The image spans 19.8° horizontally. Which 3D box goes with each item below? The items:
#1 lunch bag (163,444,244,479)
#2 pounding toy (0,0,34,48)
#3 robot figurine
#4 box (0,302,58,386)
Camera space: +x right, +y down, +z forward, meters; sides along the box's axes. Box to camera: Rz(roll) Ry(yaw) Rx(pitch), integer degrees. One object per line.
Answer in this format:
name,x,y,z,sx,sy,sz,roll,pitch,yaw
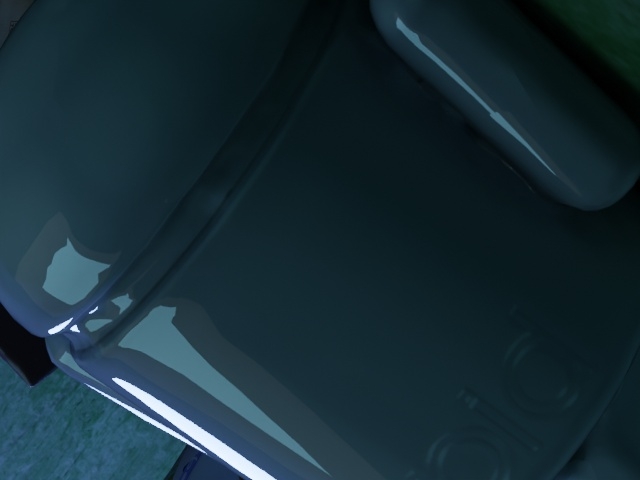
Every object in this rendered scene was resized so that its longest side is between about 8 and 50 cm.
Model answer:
lunch bag,0.025,0.196,1.451,0.239,0.328,0.385,34,172,-6
pounding toy,-0.095,-0.125,0.951,0.154,0.155,0.269,12,175,-26
robot figurine,0.000,0.000,0.767,0.353,0.200,0.300,36,129,-12
box,-0.269,-0.105,1.148,0.381,0.143,0.191,49,175,-23
